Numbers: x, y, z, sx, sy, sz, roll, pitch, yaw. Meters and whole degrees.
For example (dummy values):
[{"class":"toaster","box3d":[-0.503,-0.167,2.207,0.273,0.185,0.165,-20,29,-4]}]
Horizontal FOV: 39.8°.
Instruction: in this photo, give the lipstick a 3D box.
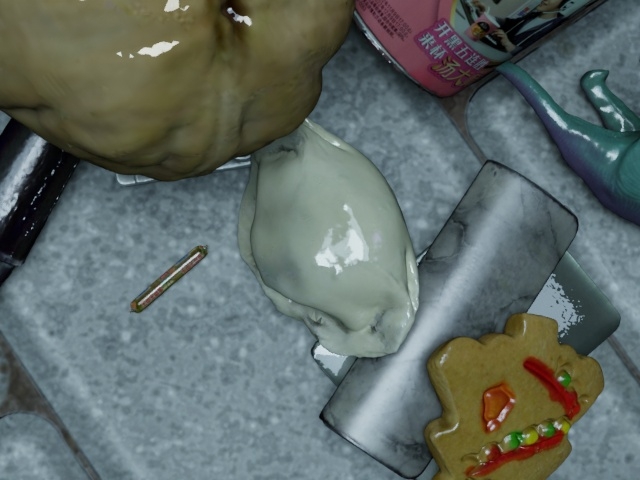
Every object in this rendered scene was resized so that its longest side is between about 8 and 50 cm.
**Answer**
[{"class":"lipstick","box3d":[-0.322,0.012,0.834,0.081,0.081,0.299,29,87,0]}]

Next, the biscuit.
[{"class":"biscuit","box3d":[0.173,0.183,0.828,0.212,0.041,0.238,11,97,-33]}]

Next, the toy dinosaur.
[{"class":"toy dinosaur","box3d":[0.357,-0.012,0.875,0.384,0.129,0.330,0,94,-2]}]

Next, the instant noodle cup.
[{"class":"instant noodle cup","box3d":[0.156,-0.263,0.777,0.255,0.244,0.244,-37,87,26]}]

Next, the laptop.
[{"class":"laptop","box3d":[0.148,0.095,0.884,0.269,0.015,0.187,-40,88,-6]}]

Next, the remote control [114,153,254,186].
[{"class":"remote control","box3d":[-0.114,-0.090,0.883,0.184,0.027,0.050,-10,89,-9]}]

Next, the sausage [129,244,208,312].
[{"class":"sausage","box3d":[-0.150,0.038,0.872,0.100,0.015,0.015,-41,88,-6]}]

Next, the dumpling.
[{"class":"dumpling","box3d":[0.000,0.000,0.823,0.132,0.162,0.250,-18,74,-48]}]

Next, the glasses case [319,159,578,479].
[{"class":"glasses case","box3d":[0.124,0.074,0.844,0.114,0.060,0.299,34,84,-4]}]

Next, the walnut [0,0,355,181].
[{"class":"walnut","box3d":[-0.152,-0.226,0.726,0.381,0.381,0.381,0,85,-3]}]
